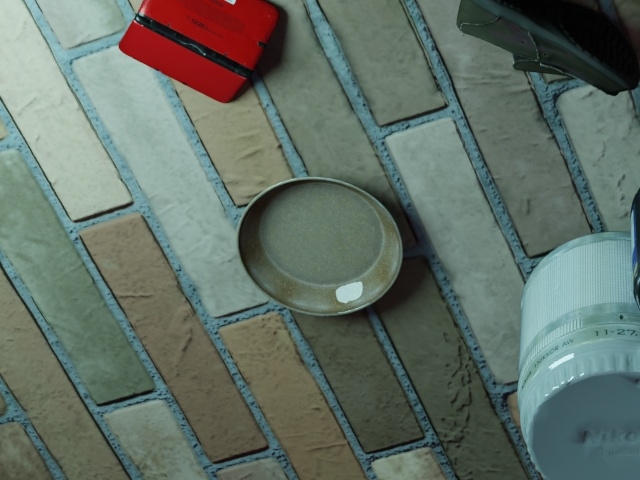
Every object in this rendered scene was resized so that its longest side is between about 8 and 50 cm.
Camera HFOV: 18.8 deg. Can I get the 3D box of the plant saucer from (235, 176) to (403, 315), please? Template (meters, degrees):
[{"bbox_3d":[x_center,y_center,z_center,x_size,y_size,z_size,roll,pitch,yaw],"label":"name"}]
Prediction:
[{"bbox_3d":[0.000,0.000,2.282,0.199,0.036,0.198,4,125,5],"label":"plant saucer"}]

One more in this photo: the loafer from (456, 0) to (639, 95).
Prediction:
[{"bbox_3d":[0.243,-0.217,2.083,0.220,0.080,0.078,29,133,-6],"label":"loafer"}]

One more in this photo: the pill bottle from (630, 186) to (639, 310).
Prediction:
[{"bbox_3d":[0.401,-0.005,2.111,0.123,0.219,0.123,4,125,5],"label":"pill bottle"}]

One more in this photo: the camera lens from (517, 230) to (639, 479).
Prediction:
[{"bbox_3d":[0.334,0.139,2.185,0.219,0.274,0.219,4,125,5],"label":"camera lens"}]

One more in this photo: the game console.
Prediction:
[{"bbox_3d":[-0.136,-0.235,2.153,0.144,0.085,0.124,26,93,-11],"label":"game console"}]
